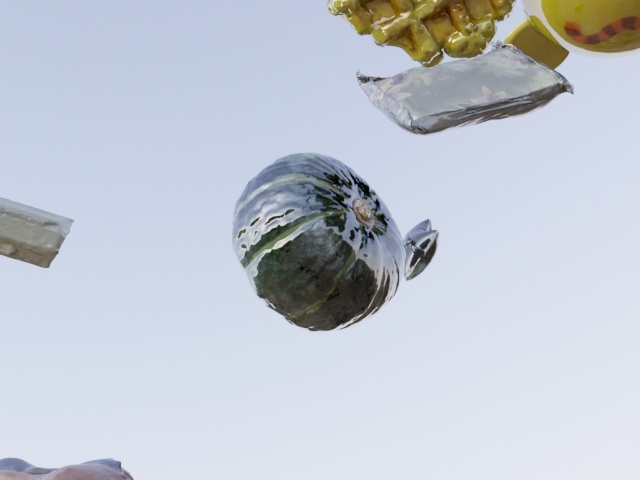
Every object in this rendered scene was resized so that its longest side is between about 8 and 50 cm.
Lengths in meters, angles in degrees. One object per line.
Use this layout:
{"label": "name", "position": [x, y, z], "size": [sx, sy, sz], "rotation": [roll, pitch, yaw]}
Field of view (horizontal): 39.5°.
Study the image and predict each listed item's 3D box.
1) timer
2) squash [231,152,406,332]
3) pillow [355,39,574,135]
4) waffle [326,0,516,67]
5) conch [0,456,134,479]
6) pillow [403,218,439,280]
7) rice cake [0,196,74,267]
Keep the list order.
{"label": "timer", "position": [0.469, -0.477, 1.564], "size": [0.387, 0.376, 0.376], "rotation": [-23, -36, 11]}
{"label": "squash", "position": [0.000, 0.000, 1.203], "size": [0.165, 0.252, 0.252], "rotation": [-36, -43, 28]}
{"label": "pillow", "position": [0.180, -0.186, 1.113], "size": [0.255, 0.169, 0.059], "rotation": [-16, -48, -23]}
{"label": "waffle", "position": [0.081, -0.267, 0.703], "size": [0.243, 0.237, 0.059], "rotation": [18, 1, -3]}
{"label": "conch", "position": [-0.156, 0.176, 0.574], "size": [0.086, 0.233, 0.080], "rotation": [15, -81, -28]}
{"label": "pillow", "position": [0.161, 0.014, 1.461], "size": [0.055, 0.091, 0.135], "rotation": [7, 9, 1]}
{"label": "rice cake", "position": [-0.371, -0.033, 0.859], "size": [0.256, 0.057, 0.052], "rotation": [19, -9, -19]}
